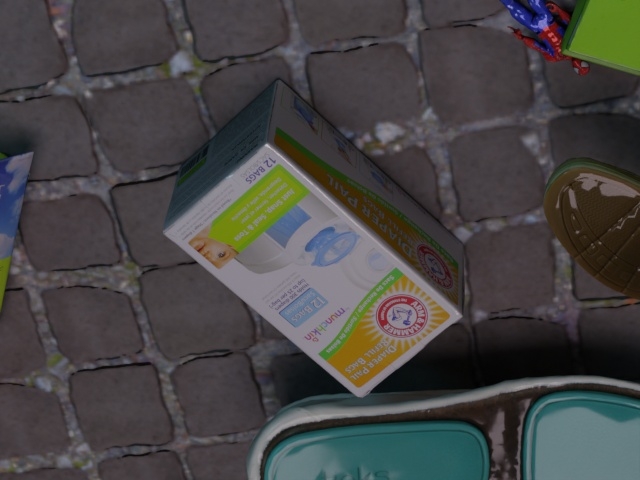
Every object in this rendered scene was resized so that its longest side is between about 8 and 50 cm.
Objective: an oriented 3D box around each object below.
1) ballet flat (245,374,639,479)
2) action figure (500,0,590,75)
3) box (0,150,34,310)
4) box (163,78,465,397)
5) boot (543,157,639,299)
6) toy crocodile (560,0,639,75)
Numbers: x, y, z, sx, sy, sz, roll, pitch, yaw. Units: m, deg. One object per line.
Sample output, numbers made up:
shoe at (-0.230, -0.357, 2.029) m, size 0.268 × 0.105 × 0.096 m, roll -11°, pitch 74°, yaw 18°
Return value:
ballet flat at (0.141, 0.159, 1.499) m, size 0.400 × 0.139 × 0.139 m, roll 1°, pitch 121°, yaw -4°
action figure at (0.153, -0.158, 1.368) m, size 0.038 × 0.030 × 0.115 m, roll -40°, pitch 113°, yaw 18°
box at (-0.281, 0.010, 1.449) m, size 0.042 × 0.109 × 0.178 m, roll 36°, pitch 125°, yaw 30°
box at (0.000, 0.000, 1.426) m, size 0.203 × 0.103 × 0.114 m, roll 42°, pitch 115°, yaw -19°
boot at (0.242, -0.030, 1.357) m, size 0.213 × 0.165 × 0.077 m, roll 26°, pitch 125°, yaw -19°
toy crocodile at (0.239, -0.260, 1.269) m, size 0.115 × 0.105 × 0.340 m, roll 12°, pitch 125°, yaw -3°
